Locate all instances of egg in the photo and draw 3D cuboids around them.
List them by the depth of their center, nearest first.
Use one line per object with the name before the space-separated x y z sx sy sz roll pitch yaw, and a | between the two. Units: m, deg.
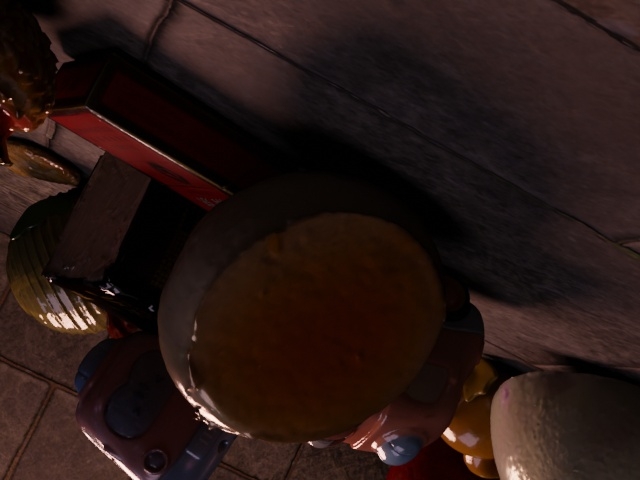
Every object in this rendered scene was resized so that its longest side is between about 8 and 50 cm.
egg | 0.364 0.325 1.577 0.337 0.201 0.337 17 148 11

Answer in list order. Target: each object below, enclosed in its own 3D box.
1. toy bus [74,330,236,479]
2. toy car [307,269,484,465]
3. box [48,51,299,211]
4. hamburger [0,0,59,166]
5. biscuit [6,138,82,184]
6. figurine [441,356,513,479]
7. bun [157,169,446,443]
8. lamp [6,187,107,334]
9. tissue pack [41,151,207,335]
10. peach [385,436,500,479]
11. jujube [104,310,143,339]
toy bus | -0.211 0.220 1.548 0.232 0.197 0.294 35 167 -3
toy car | 0.054 0.150 1.396 0.270 0.212 0.180 14 149 -13
box | -0.160 -0.105 1.256 0.240 0.074 0.153 30 164 -29
hamburger | -0.416 -0.160 1.114 0.330 0.250 0.330 22 170 4
biscuit | -0.478 -0.130 1.949 0.118 0.029 0.247 35 166 -37
figurine | 0.279 0.285 1.850 0.228 0.215 0.215 48 167 -2
bun | -0.030 0.057 1.206 0.299 0.299 0.165 33 -171 -34
lamp | -0.382 0.024 1.997 0.250 0.284 0.250 -24 -90 -88
tissue pack | -0.140 0.045 1.573 0.370 0.210 0.198 34 158 -34
peach | 0.290 0.439 2.082 0.335 0.406 0.310 34 142 6
jujube | -0.225 0.082 1.841 0.213 0.232 0.213 24 171 4
